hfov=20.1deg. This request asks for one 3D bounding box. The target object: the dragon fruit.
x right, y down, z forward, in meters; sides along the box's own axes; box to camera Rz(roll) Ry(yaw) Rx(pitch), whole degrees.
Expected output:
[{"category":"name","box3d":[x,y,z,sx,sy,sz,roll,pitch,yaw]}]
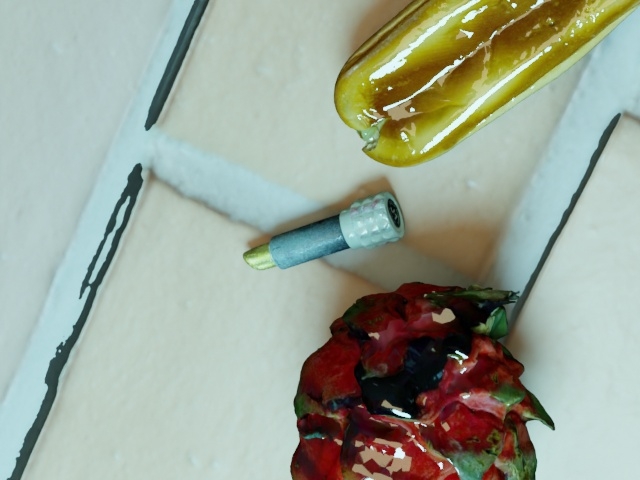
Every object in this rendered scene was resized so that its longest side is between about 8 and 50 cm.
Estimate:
[{"category":"dragon fruit","box3d":[0.063,0.125,1.198,0.182,0.182,0.188,-15,93,14]}]

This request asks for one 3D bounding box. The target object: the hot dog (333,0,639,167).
[{"category":"hot dog","box3d":[0.119,-0.143,1.197,0.249,0.068,0.100,-36,102,17]}]

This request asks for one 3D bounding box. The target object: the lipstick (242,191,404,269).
[{"category":"lipstick","box3d":[0.000,0.000,1.264,0.116,0.037,0.037,-20,93,20]}]
